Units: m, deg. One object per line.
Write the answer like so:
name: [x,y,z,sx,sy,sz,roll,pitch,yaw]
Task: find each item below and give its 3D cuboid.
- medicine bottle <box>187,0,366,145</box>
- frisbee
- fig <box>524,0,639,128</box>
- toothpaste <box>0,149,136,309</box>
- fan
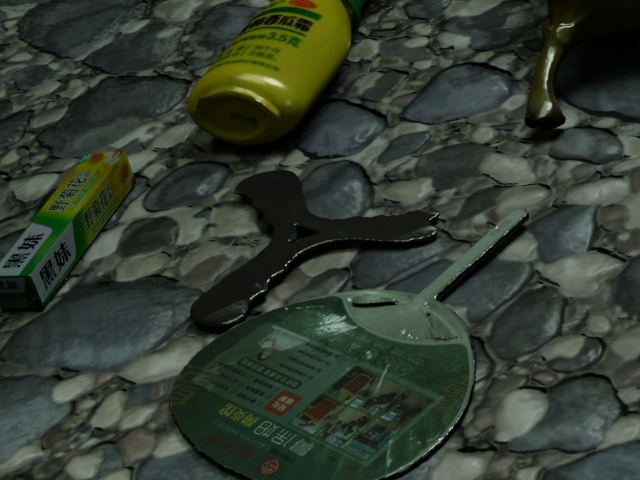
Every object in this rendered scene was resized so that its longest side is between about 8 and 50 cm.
medicine bottle: [-0.012,-0.189,1.650,0.111,0.076,0.309,2,36,27]
frisbee: [0.000,0.000,1.412,0.187,0.012,0.211,-3,34,20]
fig: [0.236,-0.227,1.494,0.217,0.217,0.320,14,63,41]
toothpaste: [-0.207,-0.011,1.506,0.043,0.037,0.178,0,36,25]
fan: [0.043,0.083,1.260,0.294,0.012,0.223,-22,32,-5]
